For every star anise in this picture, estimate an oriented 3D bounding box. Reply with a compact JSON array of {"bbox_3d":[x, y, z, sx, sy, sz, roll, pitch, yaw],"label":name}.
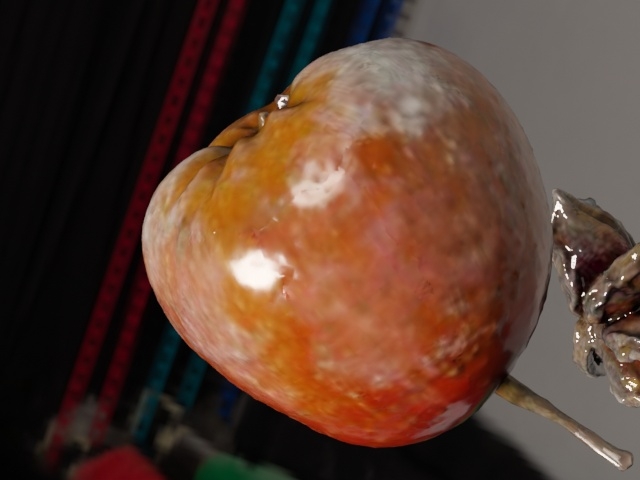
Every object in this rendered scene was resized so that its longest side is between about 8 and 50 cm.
[{"bbox_3d":[0.226,0.060,1.422,0.089,0.231,0.209,-21,-133,-2],"label":"star anise"}]

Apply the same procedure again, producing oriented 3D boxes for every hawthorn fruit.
[{"bbox_3d":[0.017,0.014,1.109,0.231,0.263,0.235,-13,-166,-42],"label":"hawthorn fruit"}]
